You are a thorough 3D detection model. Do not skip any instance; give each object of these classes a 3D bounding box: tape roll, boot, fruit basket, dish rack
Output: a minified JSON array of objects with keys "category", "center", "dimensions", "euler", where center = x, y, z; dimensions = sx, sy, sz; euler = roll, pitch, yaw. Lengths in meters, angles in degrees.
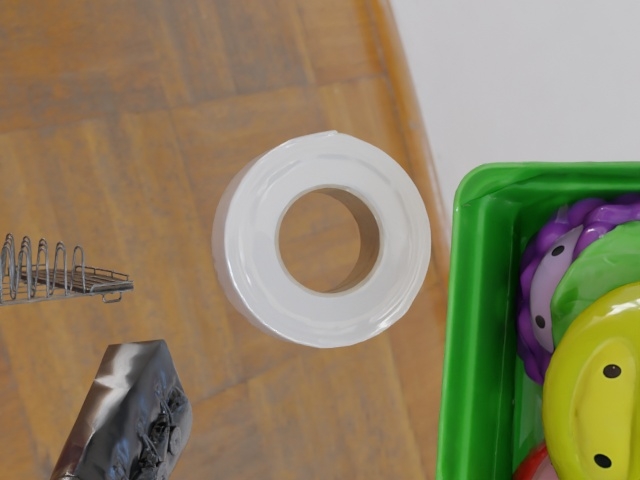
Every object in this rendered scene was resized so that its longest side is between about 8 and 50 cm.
[{"category":"tape roll","center":[0.000,0.000,1.625],"dimensions":[0.286,0.100,0.286],"euler":[0,88,-15]},{"category":"boot","center":[-0.270,0.385,1.564],"dimensions":[0.445,0.146,0.367],"euler":[-81,175,-64]},{"category":"fruit basket","center":[0.209,0.119,0.833],"dimensions":[0.392,0.283,0.392],"euler":[1,90,-66]},{"category":"dish rack","center":[-0.349,0.031,1.328],"dimensions":[0.271,0.208,0.074],"euler":[-4,99,-43]}]
